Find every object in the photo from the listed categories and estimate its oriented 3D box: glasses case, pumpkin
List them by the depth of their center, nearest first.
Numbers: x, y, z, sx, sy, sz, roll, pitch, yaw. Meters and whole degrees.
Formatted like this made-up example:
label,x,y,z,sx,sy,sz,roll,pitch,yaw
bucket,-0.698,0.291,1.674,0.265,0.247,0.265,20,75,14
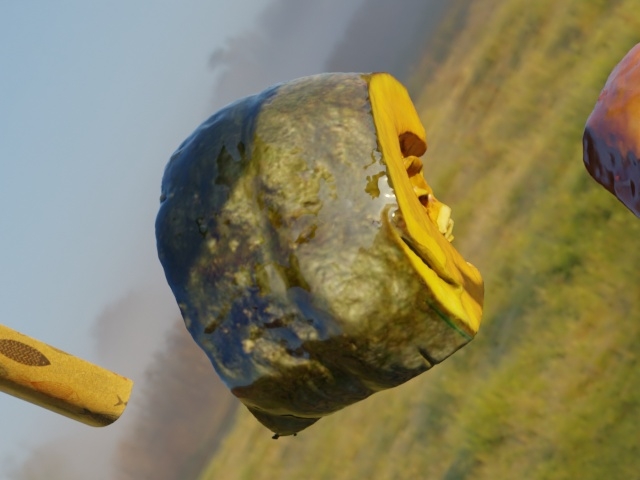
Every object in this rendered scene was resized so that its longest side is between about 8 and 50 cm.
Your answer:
label,x,y,z,sx,sy,sz,roll,pitch,yaw
glasses case,-0.214,0.091,1.039,0.170,0.065,0.041,31,-113,-48
pumpkin,0.000,0.000,1.299,0.225,0.303,0.256,-29,-15,19

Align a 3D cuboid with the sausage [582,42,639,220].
label,x,y,z,sx,sy,sz,roll,pitch,yaw
sausage,0.260,-0.034,0.841,0.141,0.153,0.268,-49,41,12
